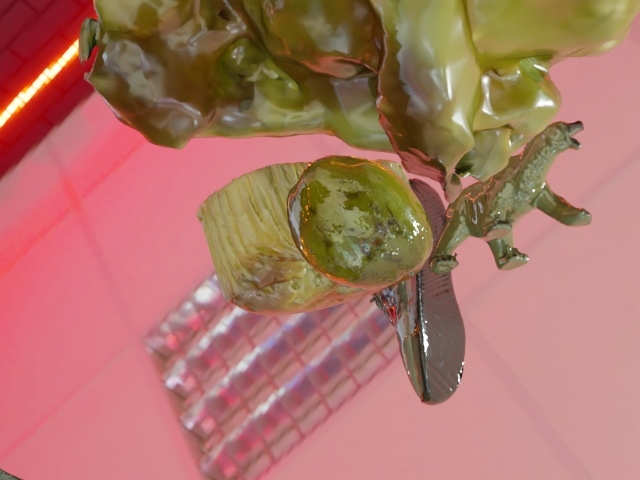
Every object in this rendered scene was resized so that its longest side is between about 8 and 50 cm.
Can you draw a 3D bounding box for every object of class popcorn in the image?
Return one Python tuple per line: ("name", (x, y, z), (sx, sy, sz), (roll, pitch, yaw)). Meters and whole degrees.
("popcorn", (0.032, -0.203, 0.647), (0.325, 0.290, 0.321), (45, -45, 22))

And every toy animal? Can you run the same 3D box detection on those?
("toy animal", (0.200, -0.042, 1.267), (0.219, 0.103, 0.101), (138, -46, -56))

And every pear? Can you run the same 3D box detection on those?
("pear", (0.032, -0.014, 1.018), (0.107, 0.131, 0.107), (-45, -176, 4))

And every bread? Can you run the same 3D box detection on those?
("bread", (0.000, 0.000, 1.233), (0.179, 0.250, 0.133), (-24, -105, 34))

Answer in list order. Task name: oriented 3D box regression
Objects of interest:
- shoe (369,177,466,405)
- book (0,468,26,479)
("shoe", (0.108, 0.065, 1.431), (0.098, 0.103, 0.274), (-23, -120, 36))
("book", (-0.168, 0.372, 0.998), (0.371, 0.043, 0.260), (22, -123, 5))
